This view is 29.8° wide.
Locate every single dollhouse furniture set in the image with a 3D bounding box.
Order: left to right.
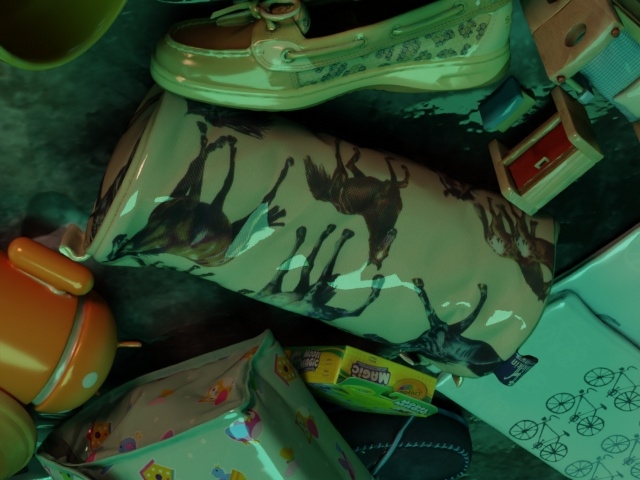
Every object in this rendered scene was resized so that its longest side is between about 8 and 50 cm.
[{"bbox_3d":[0.192,-0.110,0.964,0.129,0.129,0.184,32,122,-28],"label":"dollhouse furniture set"}]

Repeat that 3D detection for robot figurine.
[{"bbox_3d":[-0.278,0.079,1.093,0.219,0.128,0.158,26,82,-24],"label":"robot figurine"}]

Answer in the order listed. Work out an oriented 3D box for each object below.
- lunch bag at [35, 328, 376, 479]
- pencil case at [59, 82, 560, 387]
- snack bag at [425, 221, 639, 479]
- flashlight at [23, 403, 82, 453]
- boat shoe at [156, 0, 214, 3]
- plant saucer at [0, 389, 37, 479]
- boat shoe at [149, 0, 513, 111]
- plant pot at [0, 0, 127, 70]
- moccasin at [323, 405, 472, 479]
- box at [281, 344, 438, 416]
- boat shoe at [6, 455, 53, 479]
[{"bbox_3d":[-0.113,0.236,1.126,0.262,0.160,0.223,-23,114,21],"label":"lunch bag"},{"bbox_3d":[0.000,0.000,1.022,0.410,0.160,0.183,19,102,-21],"label":"pencil case"},{"bbox_3d":[0.338,0.125,1.245,0.342,0.037,0.323,-37,124,25],"label":"snack bag"},{"bbox_3d":[-0.390,0.164,1.176,0.304,0.103,0.103,5,131,-7],"label":"flashlight"},{"bbox_3d":[0.024,-0.240,0.835,0.355,0.130,0.132,-17,130,10],"label":"boat shoe"},{"bbox_3d":[-0.359,0.180,1.089,0.200,0.037,0.200,1,140,0],"label":"plant saucer"},{"bbox_3d":[0.009,-0.165,0.929,0.285,0.104,0.089,-7,128,-12],"label":"boat shoe"},{"bbox_3d":[-0.235,-0.233,0.772,0.188,0.205,0.205,20,134,18],"label":"plant pot"},{"bbox_3d":[-0.006,0.259,1.279,0.342,0.117,0.137,-9,131,3],"label":"moccasin"},{"bbox_3d":[0.033,0.134,1.156,0.105,0.043,0.179,22,168,-23],"label":"box"},{"bbox_3d":[-0.337,0.264,1.304,0.142,0.049,0.040,-9,132,1],"label":"boat shoe"}]
